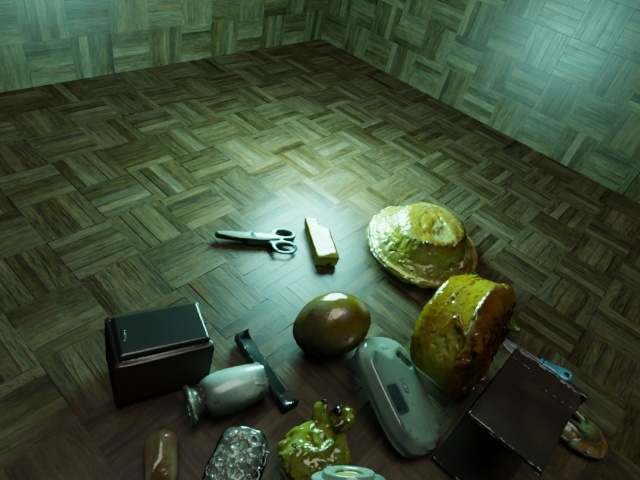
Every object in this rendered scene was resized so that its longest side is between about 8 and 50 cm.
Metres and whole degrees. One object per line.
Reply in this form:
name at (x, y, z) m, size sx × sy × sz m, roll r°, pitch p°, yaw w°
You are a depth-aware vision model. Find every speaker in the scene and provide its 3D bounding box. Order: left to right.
speaker at (-0.401, 0.276, 1.140) m, size 0.231 × 0.192 × 0.153 m, roll -8°, pitch 45°, yaw -30°

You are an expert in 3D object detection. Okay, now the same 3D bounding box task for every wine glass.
wine glass at (-0.233, 0.375, 1.131) m, size 0.205 × 0.111 × 0.111 m, roll -15°, pitch 49°, yaw -24°

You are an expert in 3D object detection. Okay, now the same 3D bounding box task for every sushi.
sushi at (-0.189, 0.519, 0.971) m, size 0.124 × 0.127 × 0.225 m, roll 13°, pitch 48°, yaw -3°

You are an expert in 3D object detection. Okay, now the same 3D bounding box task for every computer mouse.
computer mouse at (0.200, 0.411, 1.232) m, size 0.197 × 0.095 × 0.330 m, roll 4°, pitch 51°, yaw -36°

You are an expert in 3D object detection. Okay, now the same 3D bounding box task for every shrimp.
shrimp at (0.699, 0.505, 1.305) m, size 0.254 × 0.059 × 0.145 m, roll 37°, pitch 43°, yaw 23°

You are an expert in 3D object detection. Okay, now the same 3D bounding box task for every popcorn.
popcorn at (-0.008, 0.478, 1.068) m, size 0.169 × 0.173 × 0.195 m, roll -1°, pitch 48°, yaw 14°

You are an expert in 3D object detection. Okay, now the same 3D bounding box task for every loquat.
loquat at (0.031, 0.242, 1.316) m, size 0.228 × 0.179 × 0.179 m, roll -15°, pitch 49°, yaw -20°

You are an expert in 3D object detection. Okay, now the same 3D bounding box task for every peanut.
peanut at (-0.350, 0.483, 1.008) m, size 0.076 × 0.076 × 0.152 m, roll 0°, pitch 41°, yaw -17°

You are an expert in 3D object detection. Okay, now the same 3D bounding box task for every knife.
knife at (0.680, 0.381, 1.465) m, size 0.244 × 0.032 × 0.058 m, roll 29°, pitch 51°, yaw 22°

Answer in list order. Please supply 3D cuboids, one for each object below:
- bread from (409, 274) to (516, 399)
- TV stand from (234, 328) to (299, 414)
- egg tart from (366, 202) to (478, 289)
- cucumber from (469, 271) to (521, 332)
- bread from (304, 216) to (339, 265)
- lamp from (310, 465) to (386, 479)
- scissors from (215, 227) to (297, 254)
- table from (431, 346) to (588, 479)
bread at (0.396, 0.259, 1.283) m, size 0.204 × 0.336 × 0.358 m, roll 22°, pitch 9°, yaw 32°
TV stand at (-0.150, 0.347, 1.241) m, size 0.049 × 0.040 × 0.256 m, roll -19°, pitch 51°, yaw -33°
egg tart at (0.387, -0.012, 1.701) m, size 0.444 × 0.178 × 0.443 m, roll 8°, pitch 43°, yaw -7°
cucumber at (0.564, 0.223, 1.537) m, size 0.134 × 0.134 × 0.244 m, roll -26°, pitch 58°, yaw -37°
bread at (0.000, 0.000, 1.671) m, size 0.088 × 0.049 × 0.226 m, roll 1°, pitch 42°, yaw -16°
lamp at (0.043, 0.573, 0.851) m, size 0.374 × 0.205 × 0.272 m, roll -11°, pitch 89°, yaw -50°
scissors at (-0.225, -0.008, 1.617) m, size 0.289 × 0.041 × 0.138 m, roll 7°, pitch 40°, yaw -15°
table at (0.463, 0.466, 1.134) m, size 0.196 × 0.250 × 0.282 m, roll 39°, pitch 45°, yaw 24°
